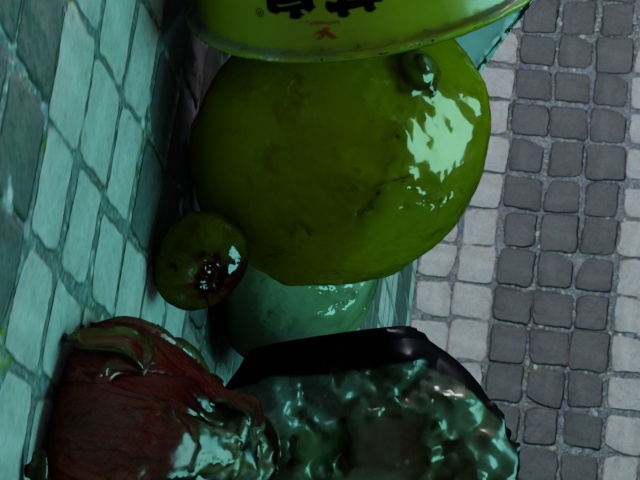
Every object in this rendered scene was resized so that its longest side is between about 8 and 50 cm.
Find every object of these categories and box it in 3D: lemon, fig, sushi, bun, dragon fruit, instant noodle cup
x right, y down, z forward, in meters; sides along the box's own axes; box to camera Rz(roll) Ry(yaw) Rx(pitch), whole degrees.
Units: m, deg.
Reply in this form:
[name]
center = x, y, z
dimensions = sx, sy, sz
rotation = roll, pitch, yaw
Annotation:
[lemon]
center = 0.016, -0.084, 1.600
dimensions = 0.284, 0.260, 0.260
rotation = -39, -163, 28
[fig]
center = -0.105, 0.011, 1.548
dimensions = 0.098, 0.082, 0.084
rotation = -127, -141, -58
[sushi]
center = 0.018, 0.246, 1.764
dimensions = 0.285, 0.328, 0.328
rotation = -169, -111, -85
[bun]
center = 0.000, 0.000, 1.859
dimensions = 0.283, 0.179, 0.283
rotation = 8, 90, -82
[dragon fruit]
center = -0.109, 0.166, 1.332
dimensions = 0.224, 0.148, 0.218
rotation = 84, 14, -49
[instant noodle cup]
center = 0.023, -0.323, 1.480
dimensions = 0.325, 0.325, 0.254
rotation = -71, 154, -58

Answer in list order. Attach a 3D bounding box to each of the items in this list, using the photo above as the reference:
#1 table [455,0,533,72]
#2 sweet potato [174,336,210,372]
[table]
center = 0.086, -0.234, 1.769
dimensions = 0.172, 0.169, 0.193
rotation = 49, 61, -19
[sweet potato]
center = -0.122, 0.161, 1.578
dimensions = 0.054, 0.053, 0.182
rotation = 35, -53, 53
